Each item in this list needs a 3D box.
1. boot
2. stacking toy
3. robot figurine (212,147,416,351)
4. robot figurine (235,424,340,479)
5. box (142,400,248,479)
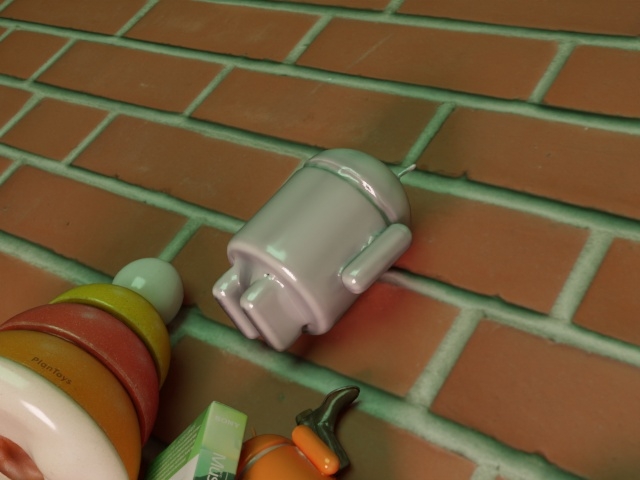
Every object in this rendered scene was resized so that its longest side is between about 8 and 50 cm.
[{"bbox_3d":[0.024,0.262,1.154,0.106,0.037,0.114,-35,39,8],"label":"boot"},{"bbox_3d":[-0.328,0.183,1.259,0.350,0.351,0.480,0,30,24],"label":"stacking toy"},{"bbox_3d":[0.000,0.000,1.298,0.300,0.200,0.353,20,59,46],"label":"robot figurine"},{"bbox_3d":[-0.042,0.326,1.058,0.128,0.158,0.219,-25,39,-33],"label":"robot figurine"},{"bbox_3d":[-0.184,0.382,1.022,0.232,0.058,0.322,-47,26,44],"label":"box"}]
